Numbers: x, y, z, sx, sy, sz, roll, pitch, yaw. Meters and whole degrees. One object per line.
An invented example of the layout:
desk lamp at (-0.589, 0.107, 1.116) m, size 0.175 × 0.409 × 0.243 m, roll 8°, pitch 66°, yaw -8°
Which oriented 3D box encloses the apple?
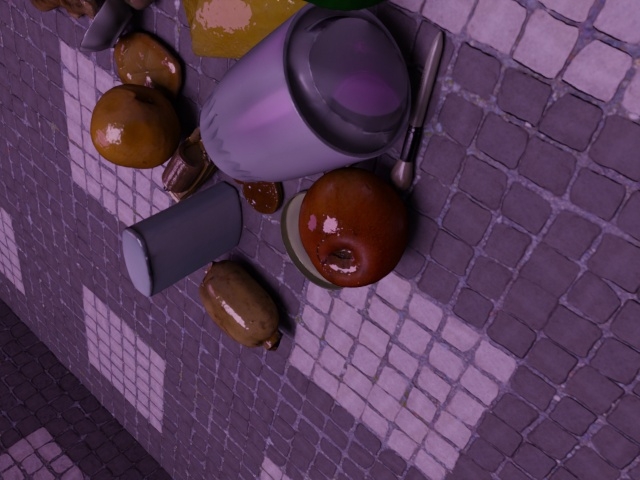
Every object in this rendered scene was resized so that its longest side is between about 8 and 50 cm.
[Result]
apple at (0.059, -0.017, 1.154) m, size 0.210 × 0.173 × 0.235 m, roll -16°, pitch 128°, yaw 32°

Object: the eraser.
eraser at (-0.324, -0.005, 1.474) m, size 0.104 × 0.290 × 0.189 m, roll 27°, pitch 132°, yaw 31°

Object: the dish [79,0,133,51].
dish at (-0.488, -0.507, 1.435) m, size 0.066 × 0.191 × 0.190 m, roll 32°, pitch 145°, yaw -23°

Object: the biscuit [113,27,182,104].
biscuit at (-0.422, -0.412, 1.502) m, size 0.259 × 0.041 × 0.203 m, roll 9°, pitch 120°, yaw 43°

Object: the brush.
brush at (0.171, -0.212, 1.064) m, size 0.042 × 0.039 × 0.299 m, roll 30°, pitch 130°, yaw 22°

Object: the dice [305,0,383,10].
dice at (0.036, -0.512, 0.807) m, size 0.300 × 0.287 × 0.297 m, roll 45°, pitch 138°, yaw 12°

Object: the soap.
soap at (-0.162, -0.491, 1.144) m, size 0.427 × 0.115 × 0.306 m, roll 7°, pitch 116°, yaw 42°

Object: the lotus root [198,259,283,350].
lotus root at (-0.205, 0.172, 1.584) m, size 0.284 × 0.146 × 0.160 m, roll 45°, pitch 156°, yaw 9°

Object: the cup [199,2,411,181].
cup at (-0.044, -0.230, 1.072) m, size 0.371 × 0.253 × 0.254 m, roll -12°, pitch 106°, yaw 53°

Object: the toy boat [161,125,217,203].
toy boat at (-0.319, -0.179, 1.492) m, size 0.089 × 0.115 × 0.310 m, roll 54°, pitch 139°, yaw -1°

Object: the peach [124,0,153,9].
peach at (-0.408, -0.558, 1.367) m, size 0.083 × 0.083 × 0.083 m, roll 24°, pitch 129°, yaw 32°

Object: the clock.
clock at (0.000, 0.000, 1.361) m, size 0.234 × 0.029 × 0.235 m, roll 23°, pitch 129°, yaw 32°

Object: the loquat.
loquat at (-0.438, -0.266, 1.454) m, size 0.208 × 0.208 × 0.208 m, roll 24°, pitch 129°, yaw 32°

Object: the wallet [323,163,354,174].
wallet at (0.051, -0.194, 1.193) m, size 0.176 × 0.026 × 0.095 m, roll -34°, pitch 83°, yaw 47°

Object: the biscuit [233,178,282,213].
biscuit at (-0.150, -0.141, 1.421) m, size 0.175 × 0.026 × 0.124 m, roll 55°, pitch 138°, yaw 2°

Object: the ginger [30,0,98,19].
ginger at (-0.657, -0.627, 1.563) m, size 0.333 × 0.081 × 0.148 m, roll 29°, pitch 137°, yaw 30°
